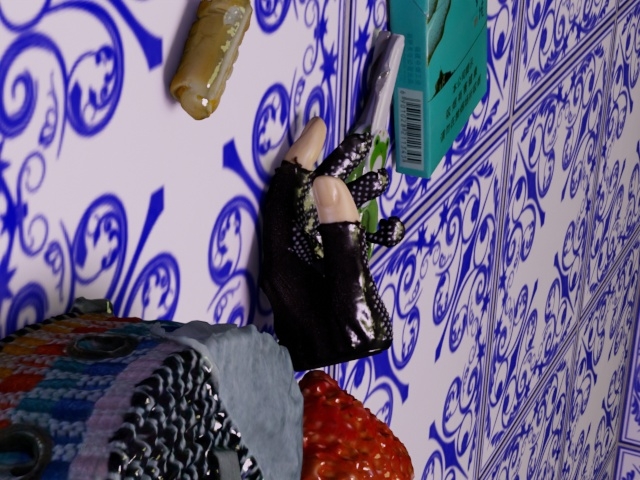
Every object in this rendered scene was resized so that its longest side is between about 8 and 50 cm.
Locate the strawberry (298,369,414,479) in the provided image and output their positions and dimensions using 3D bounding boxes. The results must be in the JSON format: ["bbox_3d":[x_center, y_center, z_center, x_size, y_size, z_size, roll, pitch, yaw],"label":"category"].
[{"bbox_3d":[0.011,0.180,1.077,0.236,0.106,0.175,-69,180,-49],"label":"strawberry"}]

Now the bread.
[{"bbox_3d":[-0.068,-0.117,0.912,0.049,0.033,0.088,68,42,-79],"label":"bread"}]

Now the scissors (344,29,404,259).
[{"bbox_3d":[0.038,-0.071,1.216,0.101,0.027,0.204,8,96,-70],"label":"scissors"}]

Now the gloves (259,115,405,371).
[{"bbox_3d":[-0.002,0.001,1.092,0.129,0.106,0.181,5,70,-66],"label":"gloves"}]

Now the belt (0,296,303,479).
[{"bbox_3d":[-0.107,0.143,0.806,0.257,0.150,0.207,-23,113,-66],"label":"belt"}]

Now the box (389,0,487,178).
[{"bbox_3d":[0.107,-0.191,1.304,0.161,0.042,0.226,-56,151,-46],"label":"box"}]
